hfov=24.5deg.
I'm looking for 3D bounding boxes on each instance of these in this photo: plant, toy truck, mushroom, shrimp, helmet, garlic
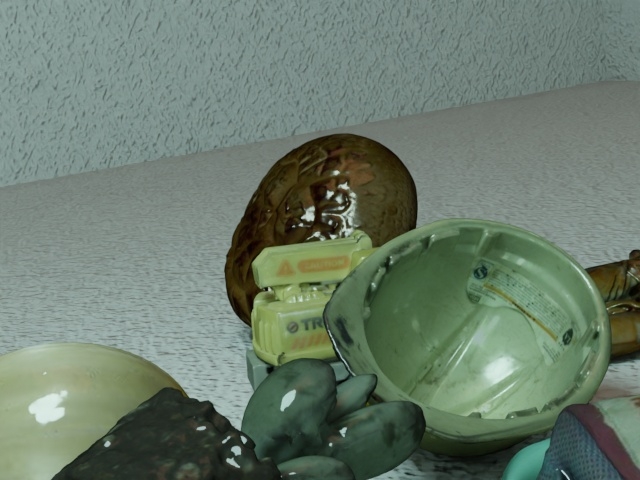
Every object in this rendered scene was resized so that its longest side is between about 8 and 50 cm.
[{"bbox_3d":[-0.044,0.161,0.942,0.146,0.149,0.274,20,26,30],"label":"plant"},{"bbox_3d":[0.067,0.067,1.316,0.272,0.157,0.124,-8,11,-8],"label":"toy truck"},{"bbox_3d":[0.000,0.000,1.562,0.153,0.253,0.253,28,-9,-32],"label":"mushroom"},{"bbox_3d":[0.307,0.060,1.473,0.152,0.063,0.287,7,20,41],"label":"shrimp"},{"bbox_3d":[0.102,0.104,1.173,0.257,0.137,0.204,-25,60,-39],"label":"helmet"},{"bbox_3d":[-0.214,0.161,1.129,0.245,0.145,0.164,-7,-21,-1],"label":"garlic"}]

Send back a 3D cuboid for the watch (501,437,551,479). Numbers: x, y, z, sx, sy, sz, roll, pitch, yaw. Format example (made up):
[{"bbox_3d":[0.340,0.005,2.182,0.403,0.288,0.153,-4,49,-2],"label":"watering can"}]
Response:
[{"bbox_3d":[0.226,0.169,0.950,0.237,0.068,0.195,-12,14,-25],"label":"watch"}]

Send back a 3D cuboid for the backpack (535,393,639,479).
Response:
[{"bbox_3d":[0.247,0.176,0.585,0.283,0.197,0.317,-5,16,-5],"label":"backpack"}]
